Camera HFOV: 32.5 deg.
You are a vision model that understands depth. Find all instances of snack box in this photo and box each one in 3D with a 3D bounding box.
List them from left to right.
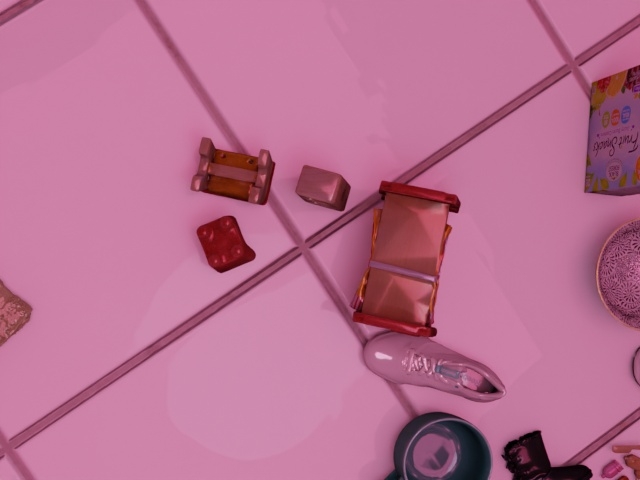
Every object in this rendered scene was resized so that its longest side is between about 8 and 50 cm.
[{"bbox_3d":[0.456,-0.156,1.579,0.070,0.207,0.174,5,89,-10],"label":"snack box"}]

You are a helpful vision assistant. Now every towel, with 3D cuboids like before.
[{"bbox_3d":[-0.479,0.114,1.500,0.110,0.027,0.148,45,83,-6],"label":"towel"}]

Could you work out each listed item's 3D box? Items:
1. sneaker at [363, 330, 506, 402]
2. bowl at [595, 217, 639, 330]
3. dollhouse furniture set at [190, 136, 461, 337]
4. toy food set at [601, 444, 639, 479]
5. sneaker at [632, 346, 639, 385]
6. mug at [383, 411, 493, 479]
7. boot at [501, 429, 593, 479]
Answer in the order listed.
[{"bbox_3d":[0.169,0.183,1.580,0.212,0.094,0.080,16,88,-9],"label":"sneaker"},{"bbox_3d":[0.476,0.050,1.644,0.170,0.080,0.170,0,88,-10],"label":"bowl"},{"bbox_3d":[0.000,0.000,1.548,0.374,0.152,0.201,13,87,8],"label":"dollhouse furniture set"},{"bbox_3d":[0.462,0.368,1.669,0.078,0.019,0.122,1,97,-10],"label":"toy food set"},{"bbox_3d":[0.615,0.194,1.653,0.271,0.108,0.100,-4,88,-11],"label":"sneaker"},{"bbox_3d":[0.157,0.311,1.574,0.158,0.097,0.129,3,89,-9],"label":"mug"},{"bbox_3d":[0.335,0.331,1.635,0.121,0.045,0.099,-23,87,-11],"label":"boot"}]
